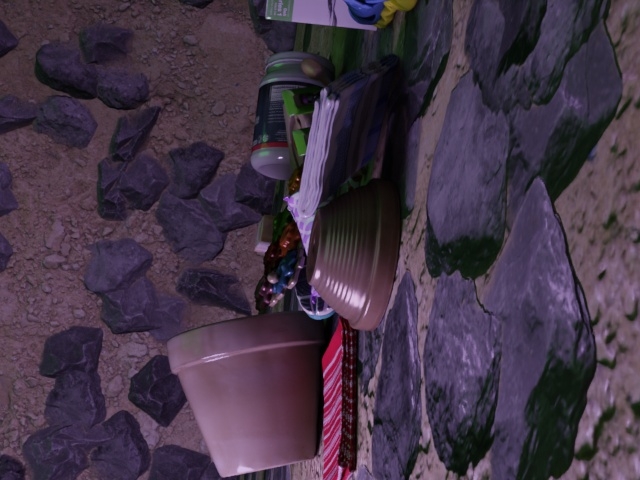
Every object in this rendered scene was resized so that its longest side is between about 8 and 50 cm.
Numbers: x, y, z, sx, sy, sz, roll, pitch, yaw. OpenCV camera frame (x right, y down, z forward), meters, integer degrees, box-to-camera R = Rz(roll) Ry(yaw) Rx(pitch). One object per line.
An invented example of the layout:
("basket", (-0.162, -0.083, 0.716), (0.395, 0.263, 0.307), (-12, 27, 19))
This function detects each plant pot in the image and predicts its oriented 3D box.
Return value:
("plant pot", (-0.125, 0.310, 1.651), (0.323, 0.323, 0.280), (122, 138, -71))
("plant pot", (0.041, 0.017, 1.288), (0.237, 0.110, 0.237), (-173, 90, -81))

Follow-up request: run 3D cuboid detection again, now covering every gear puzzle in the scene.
("gear puzzle", (-0.065, -0.030, 1.616), (0.175, 0.044, 0.339), (-45, 26, 49))

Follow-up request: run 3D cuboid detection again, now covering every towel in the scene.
("towel", (0.047, -0.170, 1.301), (0.285, 0.034, 0.209), (-43, -30, -56))
("towel", (0.026, 0.289, 1.416), (0.199, 0.031, 0.275), (108, 167, -56))

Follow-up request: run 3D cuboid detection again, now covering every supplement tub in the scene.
("supplement tub", (-0.060, -0.291, 1.987), (0.191, 0.191, 0.272), (133, 144, -76))

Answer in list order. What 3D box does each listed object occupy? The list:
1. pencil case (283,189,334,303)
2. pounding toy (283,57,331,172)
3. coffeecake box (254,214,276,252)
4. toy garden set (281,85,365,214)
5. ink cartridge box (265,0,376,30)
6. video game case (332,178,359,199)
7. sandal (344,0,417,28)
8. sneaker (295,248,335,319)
("pencil case", (0.000, 0.000, 1.467), (0.086, 0.088, 0.206), (68, -174, -72))
("pounding toy", (0.017, -0.239, 1.755), (0.154, 0.155, 0.269), (-130, 29, -55))
("coffeecake box", (-0.083, -0.006, 2.048), (0.185, 0.142, 0.068), (140, 138, -78))
("toy garden set", (0.031, -0.152, 1.444), (0.204, 0.049, 0.244), (-27, -77, -62))
("ink cartridge box", (0.005, -0.482, 1.630), (0.160, 0.219, 0.092), (-96, 13, -62))
("video game case", (0.058, -0.151, 1.634), (0.183, 0.023, 0.201), (-103, 21, -68))
("sandal", (0.075, -0.433, 1.388), (0.317, 0.138, 0.126), (-145, 61, -83))
("sneaker", (0.012, 0.063, 1.592), (0.275, 0.107, 0.110), (-86, -12, -57))
